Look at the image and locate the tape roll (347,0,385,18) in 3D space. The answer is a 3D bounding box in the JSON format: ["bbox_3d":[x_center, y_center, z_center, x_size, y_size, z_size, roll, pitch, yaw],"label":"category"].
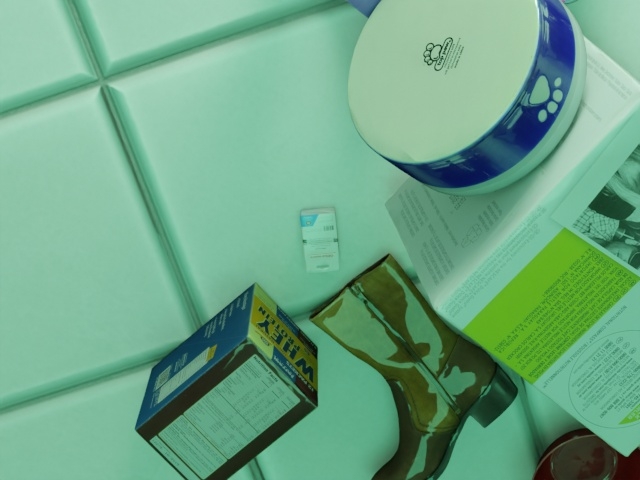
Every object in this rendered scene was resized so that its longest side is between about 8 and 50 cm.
[{"bbox_3d":[0.039,-0.351,1.698,0.189,0.189,0.080,42,104,-12],"label":"tape roll"}]

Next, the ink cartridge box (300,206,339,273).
[{"bbox_3d":[0.000,0.000,1.899,0.048,0.028,0.083,-5,108,2],"label":"ink cartridge box"}]

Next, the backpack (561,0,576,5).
[{"bbox_3d":[0.283,-0.381,1.727,0.152,0.115,0.182,5,111,-4],"label":"backpack"}]

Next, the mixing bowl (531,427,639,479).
[{"bbox_3d":[0.379,0.335,1.973,0.181,0.098,0.181,0,108,0],"label":"mixing bowl"}]

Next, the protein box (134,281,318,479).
[{"bbox_3d":[-0.121,0.196,1.874,0.201,0.200,0.136,-40,104,12],"label":"protein box"}]

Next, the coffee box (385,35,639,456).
[{"bbox_3d":[0.335,-0.012,1.711,0.334,0.338,0.338,37,105,-21],"label":"coffee box"}]

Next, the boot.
[{"bbox_3d":[0.091,0.198,1.931,0.280,0.096,0.264,43,104,-12],"label":"boot"}]

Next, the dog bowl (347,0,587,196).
[{"bbox_3d":[0.163,-0.191,1.590,0.265,0.265,0.104,-48,138,14],"label":"dog bowl"}]
